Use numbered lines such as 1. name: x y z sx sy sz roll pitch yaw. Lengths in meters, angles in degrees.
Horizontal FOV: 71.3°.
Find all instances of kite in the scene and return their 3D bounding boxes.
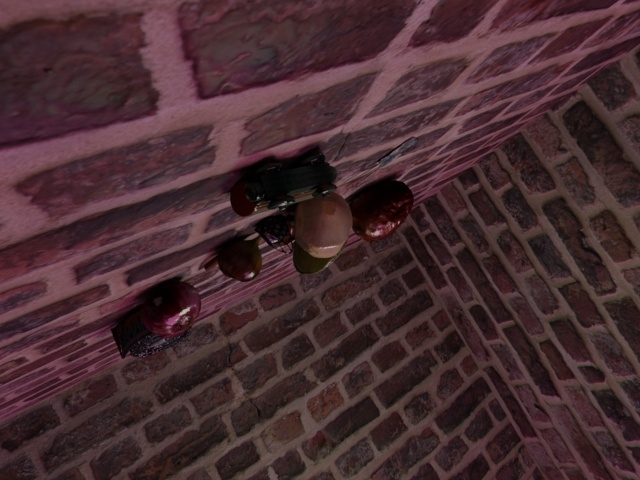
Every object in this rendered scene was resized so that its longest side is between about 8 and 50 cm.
1. kite: 0.217 -0.276 1.599 0.309 0.015 0.169 -33 172 7

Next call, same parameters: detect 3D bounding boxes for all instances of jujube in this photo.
1. jujube: 0.265 -0.137 1.944 0.318 0.223 0.223 -36 176 -27

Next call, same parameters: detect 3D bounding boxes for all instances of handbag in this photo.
1. handbag: -0.138 -0.013 1.513 0.072 0.139 0.115 -43 166 27

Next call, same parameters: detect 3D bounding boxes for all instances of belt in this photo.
1. belt: -0.657 0.337 1.774 0.295 0.161 0.206 -33 153 16

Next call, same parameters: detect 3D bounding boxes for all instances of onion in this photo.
1. onion: -0.532 0.238 1.584 0.207 0.201 0.200 -16 170 -8

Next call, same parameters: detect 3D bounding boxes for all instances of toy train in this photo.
1. toy train: -0.087 -0.130 1.102 0.177 0.116 0.285 -20 -178 45

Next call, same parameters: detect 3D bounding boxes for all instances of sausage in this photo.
1. sausage: -0.378 0.075 1.623 0.116 0.026 0.026 -34 171 28

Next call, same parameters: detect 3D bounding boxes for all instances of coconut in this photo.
1. coconut: 0.009 -0.056 1.518 0.197 0.237 0.237 9 162 -12

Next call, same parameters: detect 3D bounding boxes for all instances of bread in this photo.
1. bread: 0.004 -0.004 1.709 0.301 0.302 0.045 -34 132 30
2. bread: -0.124 -0.034 1.695 0.119 0.067 0.192 -39 172 8

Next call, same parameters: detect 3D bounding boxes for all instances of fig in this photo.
1. fig: -0.249 0.056 1.567 0.160 0.143 0.230 5 -154 41

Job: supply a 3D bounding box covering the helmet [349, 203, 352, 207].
1. helmet: 0.210 -0.118 2.124 0.204 0.137 0.257 -25 171 -29
